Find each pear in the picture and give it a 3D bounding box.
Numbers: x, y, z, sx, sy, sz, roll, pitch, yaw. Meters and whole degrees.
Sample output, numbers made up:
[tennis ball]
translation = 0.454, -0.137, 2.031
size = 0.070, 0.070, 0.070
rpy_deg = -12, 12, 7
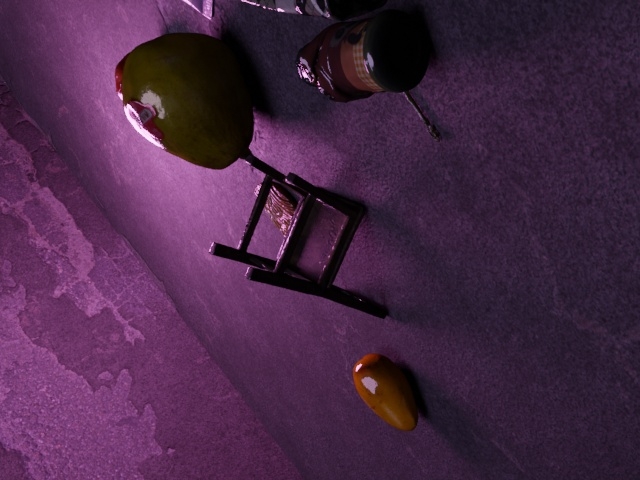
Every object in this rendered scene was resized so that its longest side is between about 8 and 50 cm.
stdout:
[pear]
translation = -0.286, -0.311, 1.943
size = 0.375, 0.287, 0.287
rpy_deg = 44, 156, -7

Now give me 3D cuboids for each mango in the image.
[mango]
translation = 0.164, 0.376, 2.041
size = 0.219, 0.112, 0.144
rpy_deg = 58, 153, -8

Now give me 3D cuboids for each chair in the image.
[chair]
translation = 0.000, 0.000, 1.876
size = 0.203, 0.416, 0.241
rpy_deg = 25, 94, 49

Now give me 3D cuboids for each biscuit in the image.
[biscuit]
translation = -0.096, -0.063, 2.128
size = 0.228, 0.031, 0.176
rpy_deg = 34, 143, 41

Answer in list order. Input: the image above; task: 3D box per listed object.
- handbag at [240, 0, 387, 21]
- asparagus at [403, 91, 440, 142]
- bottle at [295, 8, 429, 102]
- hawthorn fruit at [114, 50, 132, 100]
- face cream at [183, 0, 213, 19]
[handbag]
translation = -0.084, -0.560, 1.409
size = 0.416, 0.180, 0.317
rpy_deg = 26, 136, 40
[asparagus]
translation = 0.165, -0.243, 1.477
size = 0.166, 0.013, 0.016
rpy_deg = 58, 166, 3
[bottle]
translation = 0.052, -0.309, 1.440
size = 0.271, 0.156, 0.143
rpy_deg = 8, 86, 55
[hawthorn fruit]
translation = -0.441, -0.417, 2.205
size = 0.235, 0.181, 0.181
rpy_deg = 19, 134, 52
[face cream]
translation = -0.348, -0.632, 1.915
size = 0.273, 0.096, 0.154
rpy_deg = 37, 147, 13
